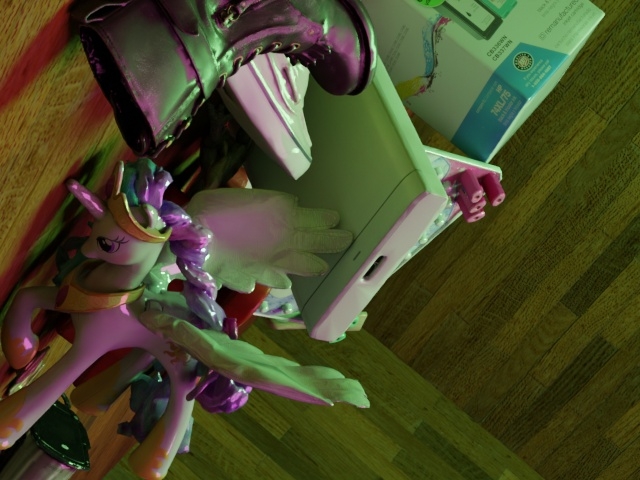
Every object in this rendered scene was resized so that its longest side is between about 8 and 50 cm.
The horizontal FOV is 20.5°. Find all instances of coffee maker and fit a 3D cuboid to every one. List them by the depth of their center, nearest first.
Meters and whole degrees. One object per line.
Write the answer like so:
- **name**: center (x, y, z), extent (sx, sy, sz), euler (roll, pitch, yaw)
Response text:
- **coffee maker**: center (-0.387, 0.296, 2.282), extent (0.178, 0.120, 0.171), euler (-47, -173, 14)

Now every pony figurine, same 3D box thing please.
- **pony figurine**: center (-0.152, 0.086, 1.815), extent (0.363, 0.351, 0.302), euler (-57, -150, 33)

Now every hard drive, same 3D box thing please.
- **hard drive**: center (0.010, -0.093, 2.006), extent (0.047, 0.353, 0.233), euler (13, 128, -34)

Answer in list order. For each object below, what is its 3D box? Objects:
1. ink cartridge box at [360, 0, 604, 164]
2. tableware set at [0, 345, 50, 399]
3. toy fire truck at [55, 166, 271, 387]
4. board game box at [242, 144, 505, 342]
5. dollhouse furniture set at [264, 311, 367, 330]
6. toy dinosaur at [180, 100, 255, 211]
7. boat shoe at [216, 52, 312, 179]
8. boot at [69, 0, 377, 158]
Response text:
- **ink cartridge box**: center (0.198, -0.284, 2.401), extent (0.198, 0.270, 0.197), euler (-48, 174, -28)
- **tableware set**: center (-0.382, 0.189, 2.150), extent (0.141, 0.020, 0.168), euler (-49, 175, -17)
- **toy fire truck**: center (-0.189, 0.047, 2.140), extent (0.302, 0.169, 0.254), euler (-50, -166, 11)
- **board game box**: center (0.000, 0.000, 2.393), extent (0.390, 0.050, 0.390), euler (12, 136, -42)
- **dollhouse furniture set**: center (-0.004, -0.075, 2.611), extent (0.174, 0.303, 0.355), euler (-1, 146, -18)
- **toy dinosaur**: center (-0.111, -0.105, 2.012), extent (0.268, 0.064, 0.118), euler (-61, 174, -69)
- **boat shoe**: center (-0.050, -0.155, 1.588), extent (0.088, 0.096, 0.267), euler (-39, 140, -6)
- **boot**: center (-0.079, -0.151, 1.412), extent (0.229, 0.091, 0.263), euler (-52, 134, -22)
